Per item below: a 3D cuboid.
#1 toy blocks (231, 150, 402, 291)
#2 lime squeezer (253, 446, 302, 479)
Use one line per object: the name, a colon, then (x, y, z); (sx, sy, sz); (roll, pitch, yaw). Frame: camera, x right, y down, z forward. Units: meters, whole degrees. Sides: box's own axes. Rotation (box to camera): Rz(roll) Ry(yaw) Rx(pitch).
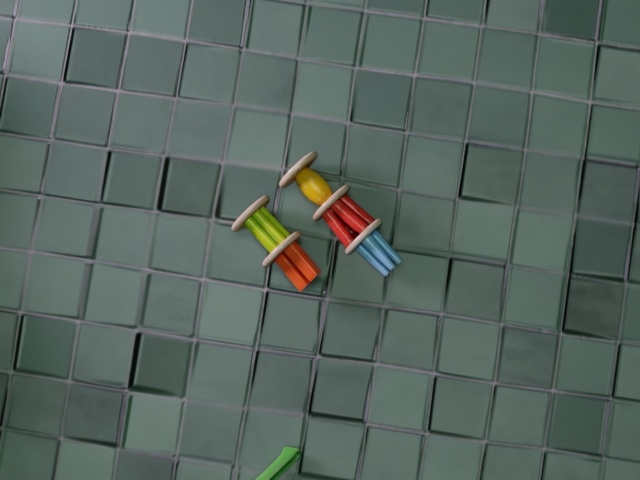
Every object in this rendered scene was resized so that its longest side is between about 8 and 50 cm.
toy blocks: (0.000, 0.000, 1.577); (0.123, 0.054, 0.148); (-43, 85, -5)
lime squeezer: (-0.112, 0.347, 1.520); (0.110, 0.059, 0.310); (14, 62, 5)
